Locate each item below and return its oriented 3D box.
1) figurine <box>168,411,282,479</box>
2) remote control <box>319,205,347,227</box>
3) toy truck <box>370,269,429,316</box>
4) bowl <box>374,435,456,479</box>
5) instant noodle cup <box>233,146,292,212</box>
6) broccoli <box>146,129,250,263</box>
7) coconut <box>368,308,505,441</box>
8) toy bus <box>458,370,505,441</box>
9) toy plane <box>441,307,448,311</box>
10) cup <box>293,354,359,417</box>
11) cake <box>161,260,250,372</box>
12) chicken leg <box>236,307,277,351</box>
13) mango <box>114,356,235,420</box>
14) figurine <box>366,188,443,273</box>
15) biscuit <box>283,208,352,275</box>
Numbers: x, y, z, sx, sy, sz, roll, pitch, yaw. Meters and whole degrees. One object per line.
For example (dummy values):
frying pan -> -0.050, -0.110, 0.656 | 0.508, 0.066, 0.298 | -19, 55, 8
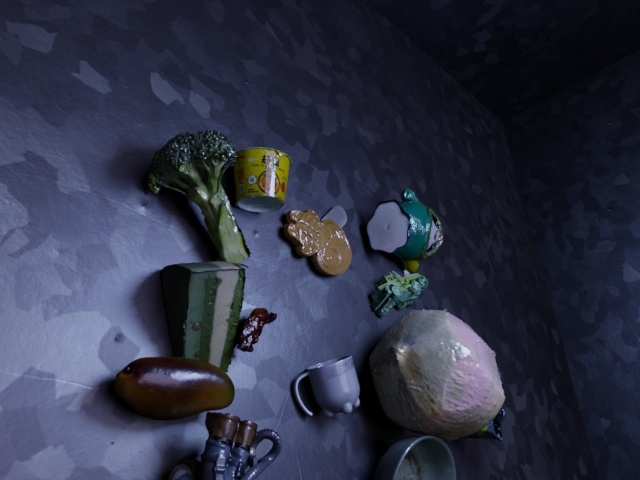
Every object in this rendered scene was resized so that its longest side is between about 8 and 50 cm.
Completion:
figurine -> -0.242, 0.540, 0.906 | 0.261, 0.186, 0.382 | 31, 54, -26
remote control -> 0.026, -0.048, 1.625 | 0.077, 0.022, 0.245 | 57, 41, -12
toy truck -> 0.276, 0.178, 1.723 | 0.259, 0.128, 0.135 | -15, 56, -48
bowl -> 0.252, 0.701, 1.354 | 0.289, 0.146, 0.289 | 3, 85, -38
instant noodle cup -> -0.175, -0.170, 1.365 | 0.182, 0.182, 0.144 | 15, 68, -42
broccoli -> -0.295, -0.106, 1.217 | 0.221, 0.252, 0.362 | -35, 131, -46
coconut -> 0.332, 0.400, 1.442 | 0.404, 0.404, 0.405 | 24, 54, -38
toy bus -> 0.578, 0.581, 1.754 | 0.152, 0.190, 0.312 | 46, 40, -45
toy plane -> 0.457, 0.364, 1.847 | 0.226, 0.058, 0.226 | 31, 66, -34
cup -> 0.030, 0.414, 1.300 | 0.173, 0.134, 0.142 | -4, 75, -49
cake -> -0.296, 0.180, 1.135 | 0.158, 0.172, 0.284 | -1, 104, -42
chicken leg -> -0.167, 0.222, 1.213 | 0.219, 0.048, 0.090 | -55, 151, -64
mango -> -0.308, 0.317, 0.994 | 0.267, 0.111, 0.133 | 20, 81, -36
figurine -> 0.339, -0.035, 1.821 | 0.340, 0.231, 0.324 | 12, 87, -53
biscuit -> 0.001, 0.000, 1.528 | 0.288, 0.044, 0.202 | 38, 48, -31
